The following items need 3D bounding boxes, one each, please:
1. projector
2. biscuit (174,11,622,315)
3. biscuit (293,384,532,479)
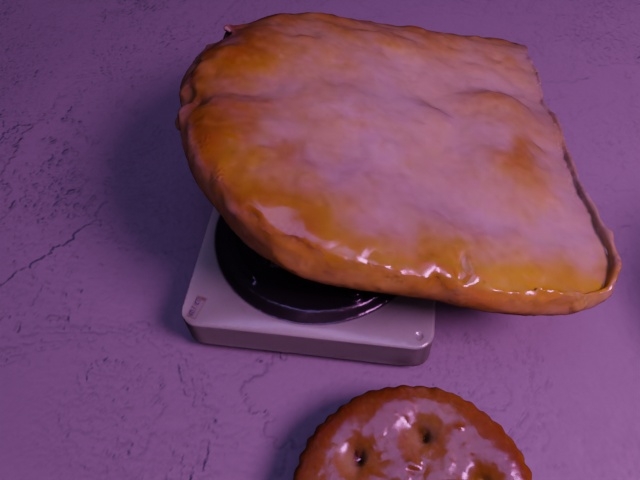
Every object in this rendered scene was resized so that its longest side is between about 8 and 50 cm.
[{"bbox_3d":[0.000,0.000,0.677,0.259,0.079,0.257,4,54,7],"label":"projector"},{"bbox_3d":[0.074,-0.102,0.643,0.447,0.104,0.429,3,51,-14],"label":"biscuit"},{"bbox_3d":[0.080,0.233,0.521,0.221,0.066,0.220,-3,58,5],"label":"biscuit"}]
